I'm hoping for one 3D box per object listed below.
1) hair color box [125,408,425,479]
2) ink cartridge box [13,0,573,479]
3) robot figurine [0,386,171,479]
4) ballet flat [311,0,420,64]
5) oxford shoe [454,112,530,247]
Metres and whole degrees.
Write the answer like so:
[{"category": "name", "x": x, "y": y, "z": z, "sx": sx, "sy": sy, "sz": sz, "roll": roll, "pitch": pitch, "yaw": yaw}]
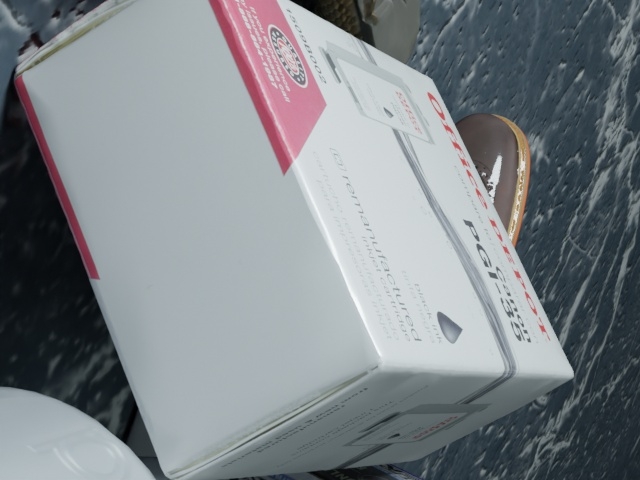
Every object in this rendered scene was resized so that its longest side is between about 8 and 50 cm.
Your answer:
[{"category": "hair color box", "x": -0.063, "y": 0.275, "z": 0.940, "sx": 0.110, "sy": 0.185, "sz": 0.338, "roll": 3, "pitch": 108, "yaw": -64}, {"category": "ink cartridge box", "x": 0.000, "y": 0.000, "z": 0.791, "sx": 0.117, "sy": 0.207, "sz": 0.283, "roll": -30, "pitch": 163, "yaw": 19}, {"category": "robot figurine", "x": -0.179, "y": 0.169, "z": 0.599, "sx": 0.353, "sy": 0.200, "sz": 0.299, "roll": -13, "pitch": 95, "yaw": -61}, {"category": "ballet flat", "x": 0.003, "y": -0.186, "z": 0.848, "sx": 0.084, "sy": 0.058, "sz": 0.250, "roll": -57, "pitch": 149, "yaw": -28}, {"category": "oxford shoe", "x": 0.058, "y": 0.012, "z": 1.072, "sx": 0.271, "sy": 0.097, "sz": 0.098, "roll": -58, "pitch": 148, "yaw": -18}]
